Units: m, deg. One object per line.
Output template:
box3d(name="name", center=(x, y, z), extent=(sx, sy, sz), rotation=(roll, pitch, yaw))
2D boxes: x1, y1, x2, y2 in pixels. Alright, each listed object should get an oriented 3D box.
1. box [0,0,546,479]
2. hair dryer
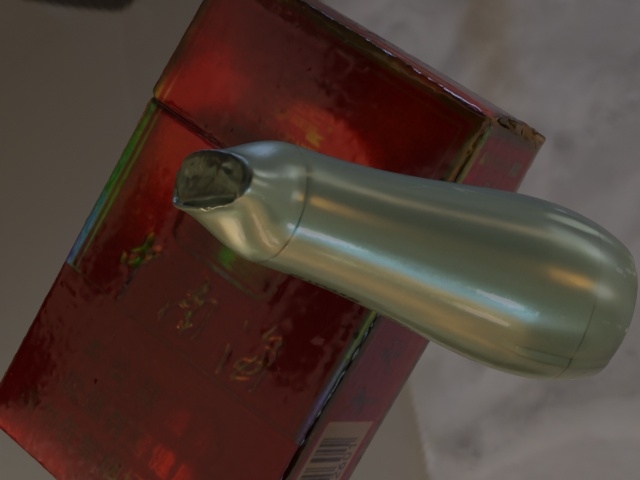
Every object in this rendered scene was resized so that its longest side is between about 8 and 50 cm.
box3d(name="box", center=(-0.039, 0.024, 0.891), extent=(0.197, 0.089, 0.313), rotation=(35, -79, 29))
box3d(name="hair dryer", center=(0.000, 0.000, 0.713), extent=(0.237, 0.206, 0.075), rotation=(5, -101, 62))
